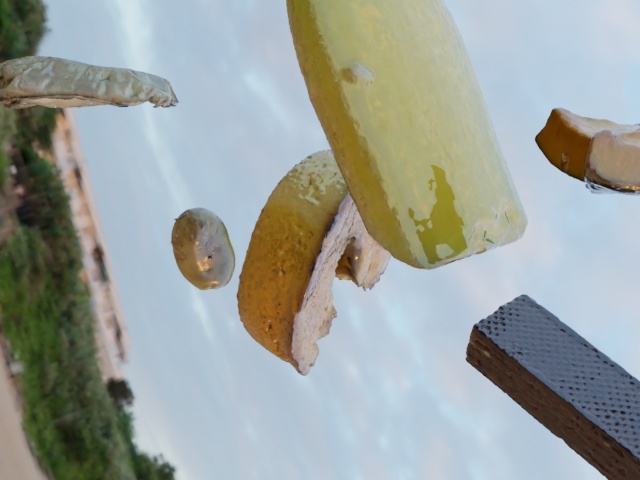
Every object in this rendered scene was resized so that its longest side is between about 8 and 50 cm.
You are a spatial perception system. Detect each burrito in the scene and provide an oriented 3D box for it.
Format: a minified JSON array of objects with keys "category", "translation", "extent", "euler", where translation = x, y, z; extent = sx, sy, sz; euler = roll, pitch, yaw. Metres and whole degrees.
[{"category":"burrito","translation":[-0.280,-0.175,1.199],"extent":[0.058,0.229,0.063],"euler":[93,5,-59]}]

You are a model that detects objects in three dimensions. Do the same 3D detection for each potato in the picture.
[{"category":"potato","translation":[-0.181,0.011,1.595],"extent":[0.070,0.091,0.138],"euler":[36,-35,52]}]

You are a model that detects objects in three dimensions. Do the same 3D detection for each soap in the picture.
[{"category":"soap","translation":[0.094,-0.174,1.231],"extent":[0.115,0.306,0.427],"euler":[-25,-98,44]}]

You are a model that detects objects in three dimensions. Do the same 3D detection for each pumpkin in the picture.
[{"category":"pumpkin","translation":[0.377,-0.098,1.040],"extent":[0.258,0.290,0.095],"euler":[-94,177,-74]}]

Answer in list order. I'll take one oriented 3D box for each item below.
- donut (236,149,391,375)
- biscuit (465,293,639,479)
[{"category":"donut","translation":[0.000,0.000,1.893],"extent":[0.163,0.435,0.377],"euler":[23,-53,18]},{"category":"biscuit","translation":[0.348,0.214,1.266],"extent":[0.388,0.107,0.073],"euler":[39,-38,33]}]
